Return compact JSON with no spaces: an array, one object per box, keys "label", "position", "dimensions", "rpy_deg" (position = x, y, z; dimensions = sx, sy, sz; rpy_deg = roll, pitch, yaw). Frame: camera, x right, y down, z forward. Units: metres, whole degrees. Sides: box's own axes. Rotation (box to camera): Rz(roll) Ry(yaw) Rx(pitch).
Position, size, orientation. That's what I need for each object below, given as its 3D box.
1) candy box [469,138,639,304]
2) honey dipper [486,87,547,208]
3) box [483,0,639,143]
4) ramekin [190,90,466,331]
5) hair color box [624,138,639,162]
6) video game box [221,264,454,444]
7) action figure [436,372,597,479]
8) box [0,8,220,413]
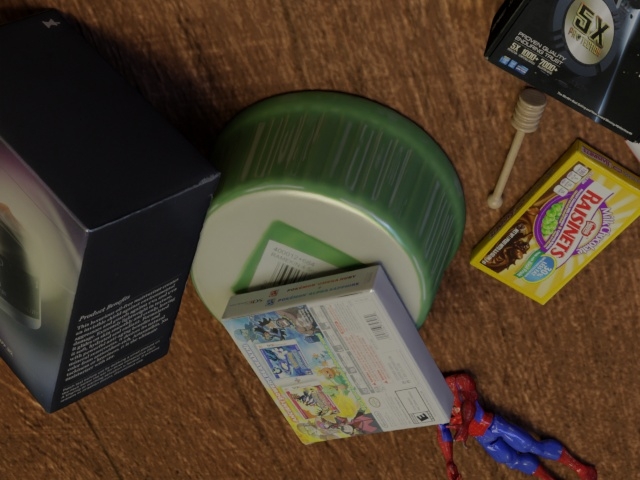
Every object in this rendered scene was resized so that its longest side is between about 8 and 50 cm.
[{"label":"candy box","position":[0.262,-0.015,1.470],"dimensions":[0.105,0.027,0.206],"rpy_deg":[28,133,-12]},{"label":"honey dipper","position":[0.204,-0.092,1.422],"dimensions":[0.030,0.030,0.161],"rpy_deg":[16,137,3]},{"label":"box","position":[0.270,-0.200,1.269],"dimensions":[0.180,0.077,0.147],"rpy_deg":[29,132,-8]},{"label":"ramekin","position":[0.000,0.000,1.482],"dimensions":[0.303,0.148,0.303],"rpy_deg":[9,133,10]},{"label":"hair color box","position":[0.377,-0.077,1.369],"dimensions":[0.072,0.043,0.141],"rpy_deg":[-25,119,33]},{"label":"video game box","position":[0.021,0.129,1.455],"dimensions":[0.187,0.048,0.205],"rpy_deg":[-14,125,25]},{"label":"action figure","position":[0.214,0.266,1.667],"dimensions":[0.280,0.139,0.091],"rpy_deg":[38,129,-13]},{"label":"box","position":[-0.291,-0.033,1.441],"dimensions":[0.296,0.182,0.294],"rpy_deg":[44,137,23]}]
